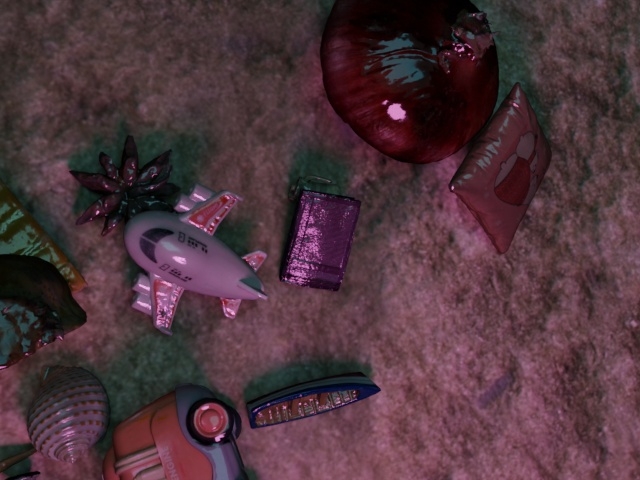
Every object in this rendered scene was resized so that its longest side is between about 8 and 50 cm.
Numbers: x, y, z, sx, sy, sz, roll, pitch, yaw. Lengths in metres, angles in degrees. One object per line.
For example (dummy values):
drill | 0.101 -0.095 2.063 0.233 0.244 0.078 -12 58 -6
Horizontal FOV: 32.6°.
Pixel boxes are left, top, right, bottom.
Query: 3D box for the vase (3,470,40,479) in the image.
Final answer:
vase | -0.437 0.438 1.665 0.059 0.059 0.167 -13 84 -17

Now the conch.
conch | -0.384 0.266 1.692 0.135 0.102 0.153 2 79 -30

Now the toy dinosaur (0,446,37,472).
toy dinosaur | -0.623 0.455 1.610 0.447 0.087 0.301 -8 119 -37

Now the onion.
onion | 0.178 -0.306 1.849 0.347 0.285 0.348 9 75 -33

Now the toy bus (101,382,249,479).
toy bus | -0.209 0.370 1.674 0.232 0.194 0.288 -18 79 -7

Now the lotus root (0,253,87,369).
lotus root | -0.469 0.115 1.497 0.267 0.260 0.149 -32 95 -14

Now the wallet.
wallet | 0.000 0.000 1.849 0.111 0.030 0.166 11 102 -13

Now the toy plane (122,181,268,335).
toy plane | -0.200 0.032 1.759 0.252 0.118 0.252 -3 100 -16

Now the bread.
bread | -0.520 0.059 1.680 0.246 0.111 0.239 -41 93 -17

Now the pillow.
pillow | 0.327 -0.125 1.924 0.223 0.084 0.236 43 71 -46

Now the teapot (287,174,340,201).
teapot | -0.011 -0.083 1.875 0.083 0.067 0.057 14 35 -6

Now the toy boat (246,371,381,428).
toy boat | -0.012 0.260 1.814 0.229 0.080 0.046 -13 50 -17

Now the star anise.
star anise | -0.315 -0.072 1.785 0.182 0.065 0.195 -15 93 -12
